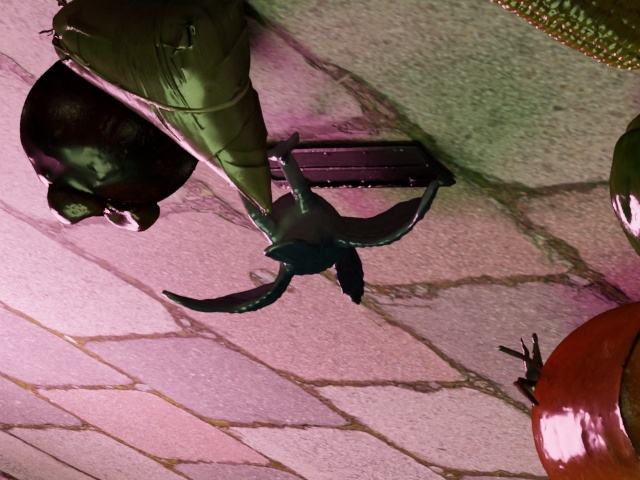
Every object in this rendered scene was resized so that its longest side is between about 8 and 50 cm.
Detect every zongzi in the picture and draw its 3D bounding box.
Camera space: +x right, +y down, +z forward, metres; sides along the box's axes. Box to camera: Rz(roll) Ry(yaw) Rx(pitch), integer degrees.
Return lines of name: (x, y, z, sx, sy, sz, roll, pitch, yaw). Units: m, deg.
zongzi: (-0.127, -0.103, 1.328, 0.189, 0.081, 0.178, 7, 125, 34)

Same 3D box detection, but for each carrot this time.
carrot: (0.279, 0.149, 1.482, 0.214, 0.193, 0.331, -13, 173, -19)

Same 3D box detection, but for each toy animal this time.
toy animal: (0.000, 0.000, 1.429, 0.239, 0.255, 0.176, -30, 105, 15)

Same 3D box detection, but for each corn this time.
corn: (0.123, -0.166, 1.027, 0.207, 0.068, 0.068, 27, 159, -17)

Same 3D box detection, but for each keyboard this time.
keyboard: (0.020, -0.062, 1.468, 0.198, 0.010, 0.063, 1, 150, 41)

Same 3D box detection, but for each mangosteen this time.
mangosteen: (-0.172, -0.078, 1.415, 0.152, 0.152, 0.152, 18, 159, 7)

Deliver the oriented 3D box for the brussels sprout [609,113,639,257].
brussels sprout: (0.275, -0.014, 1.173, 0.145, 0.131, 0.183, 6, 152, 46)
